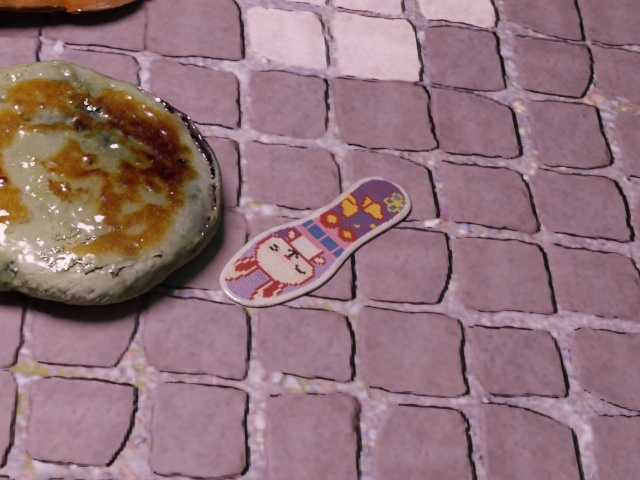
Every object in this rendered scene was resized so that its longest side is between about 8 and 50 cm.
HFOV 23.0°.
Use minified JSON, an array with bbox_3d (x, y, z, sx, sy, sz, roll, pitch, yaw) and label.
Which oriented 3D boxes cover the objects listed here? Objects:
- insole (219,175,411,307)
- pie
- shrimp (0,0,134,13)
[{"bbox_3d":[0.000,0.000,1.246,0.197,0.004,0.065,-32,65,-34],"label":"insole"},{"bbox_3d":[-0.191,-0.047,1.199,0.240,0.054,0.240,9,50,-11],"label":"pie"},{"bbox_3d":[-0.250,-0.236,1.337,0.294,0.062,0.154,-32,71,-36],"label":"shrimp"}]
